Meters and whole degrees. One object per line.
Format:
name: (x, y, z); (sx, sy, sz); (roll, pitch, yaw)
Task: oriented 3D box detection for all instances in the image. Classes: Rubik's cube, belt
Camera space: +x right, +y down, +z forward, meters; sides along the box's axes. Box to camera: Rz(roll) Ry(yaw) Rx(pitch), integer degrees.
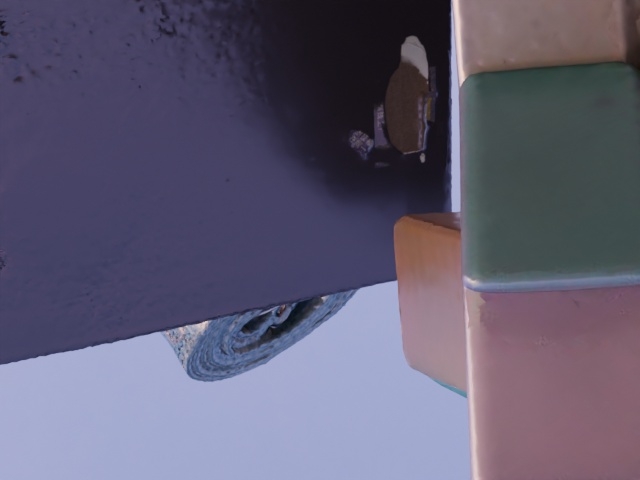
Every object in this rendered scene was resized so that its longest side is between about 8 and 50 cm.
Rubik's cube: (0.215, 0.029, 0.834); (0.358, 0.368, 0.387); (-5, -169, 7)
belt: (-0.047, 0.030, 1.215); (0.163, 0.147, 0.082); (-15, -121, -37)

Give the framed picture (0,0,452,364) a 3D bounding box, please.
framed picture: (-0.071, -0.054, 0.997); (0.324, 0.244, 0.013); (-12, -148, -15)
